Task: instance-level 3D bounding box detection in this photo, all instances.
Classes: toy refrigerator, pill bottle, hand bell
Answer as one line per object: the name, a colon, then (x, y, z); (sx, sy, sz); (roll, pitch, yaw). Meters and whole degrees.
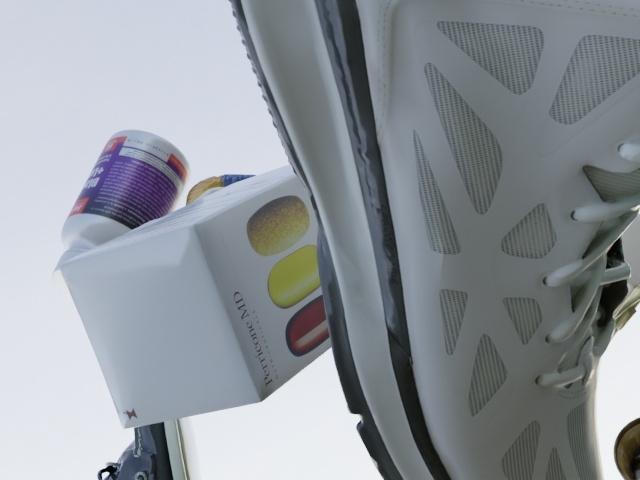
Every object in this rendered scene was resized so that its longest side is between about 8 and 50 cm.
toy refrigerator: (0.395, 0.086, 1.645); (0.102, 0.094, 0.269); (-32, -23, -29)
pill bottle: (-0.228, -0.022, 1.321); (0.108, 0.108, 0.194); (71, -148, -50)
hand bell: (0.422, 0.340, 1.474); (0.126, 0.126, 0.242); (-35, -38, -24)

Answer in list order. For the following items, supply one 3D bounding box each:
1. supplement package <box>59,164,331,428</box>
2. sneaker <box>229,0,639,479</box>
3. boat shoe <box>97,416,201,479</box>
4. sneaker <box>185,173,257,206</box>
supplement package: (-0.059, 0.031, 0.911); (0.244, 0.133, 0.139); (-32, -76, -57)
sneaker: (0.137, -0.009, 0.603); (0.169, 0.257, 0.448); (-47, -59, -54)
boat shoe: (-0.171, 0.260, 1.148); (0.113, 0.340, 0.127); (-12, -7, 1)
sneaker: (0.000, 0.000, 1.273); (0.296, 0.131, 0.112); (-2, -10, -15)
